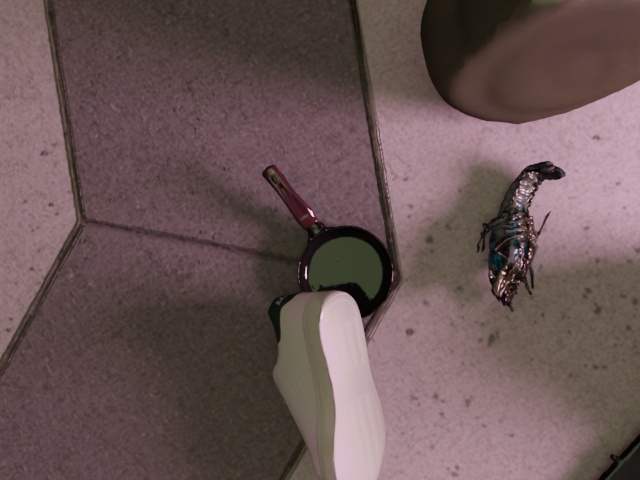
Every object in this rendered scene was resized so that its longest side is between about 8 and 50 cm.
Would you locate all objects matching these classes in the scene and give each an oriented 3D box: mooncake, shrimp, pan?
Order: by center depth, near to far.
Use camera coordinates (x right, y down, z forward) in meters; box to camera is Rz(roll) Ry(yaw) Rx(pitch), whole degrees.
[{"bbox_3d":[0.240,-0.230,0.934,0.274,0.275,0.135,-10,73,7],"label":"mooncake"},{"bbox_3d":[0.229,-0.007,1.039,0.082,0.076,0.174,21,87,-34],"label":"shrimp"},{"bbox_3d":[0.000,-0.001,1.066,0.114,0.040,0.212,-37,93,6],"label":"pan"}]

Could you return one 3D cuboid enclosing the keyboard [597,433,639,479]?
[{"bbox_3d":[0.365,0.282,1.029,0.106,0.027,0.317,41,94,2],"label":"keyboard"}]

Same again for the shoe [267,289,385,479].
[{"bbox_3d":[0.002,0.179,1.051,0.110,0.095,0.265,8,109,42],"label":"shoe"}]
